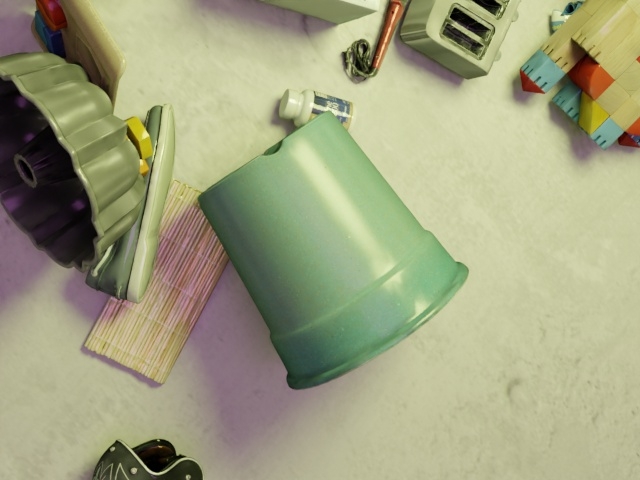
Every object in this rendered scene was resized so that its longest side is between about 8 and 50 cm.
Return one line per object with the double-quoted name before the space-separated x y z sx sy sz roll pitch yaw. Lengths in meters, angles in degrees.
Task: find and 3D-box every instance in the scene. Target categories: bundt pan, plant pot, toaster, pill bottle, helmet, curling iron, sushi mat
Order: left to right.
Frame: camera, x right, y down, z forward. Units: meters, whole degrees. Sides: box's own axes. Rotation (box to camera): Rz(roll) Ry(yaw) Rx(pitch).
"bundt pan" -0.374 -0.126 1.312 0.124 0.331 0.330 -36 106 -35
"helmet" -0.283 0.397 1.464 0.162 0.169 0.169 -4 97 -33
"sushi mat" -0.251 0.068 1.511 0.151 0.019 0.316 28 88 -17
"pill bottle" -0.005 -0.214 1.529 0.120 0.067 0.067 14 92 -18
"plant pot" 0.000 0.000 1.433 0.341 0.341 0.334 -35 98 -10
"curling iron" 0.116 -0.399 1.562 0.068 0.035 0.274 27 88 -18
"toaster" 0.238 -0.389 1.555 0.186 0.110 0.168 26 88 -22

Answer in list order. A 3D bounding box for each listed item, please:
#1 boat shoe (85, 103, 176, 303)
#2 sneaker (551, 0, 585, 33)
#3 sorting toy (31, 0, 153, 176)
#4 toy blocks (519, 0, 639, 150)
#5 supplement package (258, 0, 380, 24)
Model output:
"boat shoe" -0.297 -0.064 1.434 0.099 0.116 0.319 11 91 2
"sneaker" 0.484 -0.413 1.663 0.144 0.053 0.059 -24 100 -14
"sorting toy" -0.334 -0.238 1.307 0.041 0.229 0.307 -30 87 -25
"toy blocks" 0.537 -0.286 1.621 0.381 0.190 0.261 34 109 -29
"supplement package" -0.017 -0.446 1.433 0.203 0.194 0.149 11 93 -18
